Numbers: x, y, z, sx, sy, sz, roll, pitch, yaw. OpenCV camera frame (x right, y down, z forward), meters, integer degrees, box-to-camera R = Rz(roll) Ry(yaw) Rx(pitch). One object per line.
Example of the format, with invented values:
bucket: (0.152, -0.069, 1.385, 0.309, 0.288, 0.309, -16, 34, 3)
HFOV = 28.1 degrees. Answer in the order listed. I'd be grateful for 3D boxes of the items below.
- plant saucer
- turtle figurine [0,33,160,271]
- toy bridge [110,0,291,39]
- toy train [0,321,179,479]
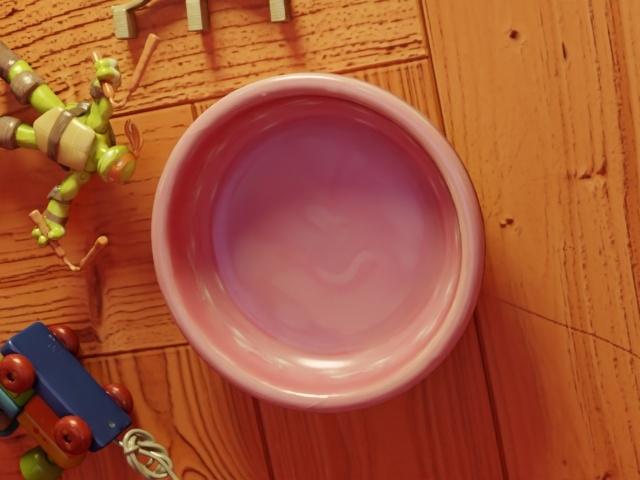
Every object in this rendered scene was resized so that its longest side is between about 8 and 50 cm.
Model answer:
plant saucer: (0.000, 0.000, 1.257, 0.332, 0.084, 0.332, 3, 102, 14)
turtle figurine: (-0.260, -0.122, 1.304, 0.217, 0.087, 0.270, 30, 116, 16)
toy bridge: (-0.123, -0.239, 1.272, 0.188, 0.026, 0.063, -3, 98, 16)
toy train: (-0.267, 0.221, 1.374, 0.248, 0.105, 0.143, 47, 120, 2)
